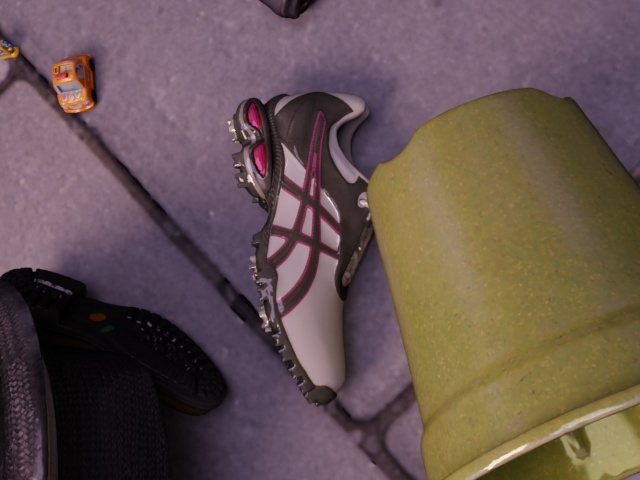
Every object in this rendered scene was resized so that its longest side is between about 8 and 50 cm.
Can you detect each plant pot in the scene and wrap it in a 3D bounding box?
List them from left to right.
[{"bbox_3d":[0.157,0.040,0.755,0.276,0.276,0.254,-26,65,10],"label":"plant pot"}]

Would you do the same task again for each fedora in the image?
[{"bbox_3d":[-0.213,0.201,0.826,0.334,0.153,0.334,-11,77,57],"label":"fedora"}]

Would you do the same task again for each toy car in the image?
[{"bbox_3d":[-0.275,-0.160,1.000,0.122,0.040,0.060,10,85,16],"label":"toy car"}]

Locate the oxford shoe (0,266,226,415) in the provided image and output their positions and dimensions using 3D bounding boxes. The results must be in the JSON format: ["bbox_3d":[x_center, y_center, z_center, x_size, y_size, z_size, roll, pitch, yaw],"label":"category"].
[{"bbox_3d":[-0.190,0.109,0.929,0.227,0.083,0.096,24,115,14],"label":"oxford shoe"}]

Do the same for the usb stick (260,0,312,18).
[{"bbox_3d":[-0.110,-0.305,0.965,0.278,0.045,0.077,39,128,18],"label":"usb stick"}]

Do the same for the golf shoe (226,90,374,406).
[{"bbox_3d":[0.000,0.000,0.871,0.120,0.105,0.272,-11,80,7],"label":"golf shoe"}]
